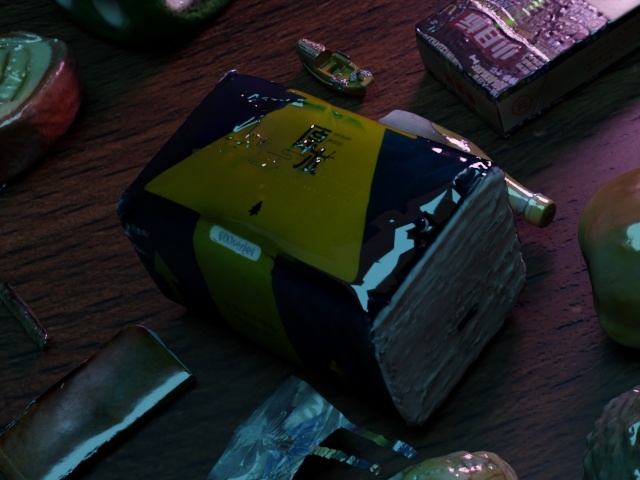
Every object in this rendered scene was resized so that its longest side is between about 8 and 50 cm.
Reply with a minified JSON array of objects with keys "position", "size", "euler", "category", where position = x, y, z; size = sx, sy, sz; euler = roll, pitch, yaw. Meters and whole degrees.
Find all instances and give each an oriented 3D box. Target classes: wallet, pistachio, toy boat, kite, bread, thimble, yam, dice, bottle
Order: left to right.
[{"position":[-0.449,-0.196,2.172],"size":[0.190,0.123,0.244],"euler":[4,54,20],"category":"bread"},{"position":[-0.390,0.104,1.967],"size":[0.027,0.033,0.129],"euler":[-18,46,-33],"category":"yam"},{"position":[-0.287,0.211,1.839],"size":[0.255,0.031,0.137],"euler":[-38,49,-14],"category":"wallet"},{"position":[-0.280,-0.498,2.256],"size":[0.300,0.287,0.297],"euler":[26,61,35],"category":"dice"},{"position":[-0.018,0.245,1.651],"size":[0.169,0.015,0.310],"euler":[-46,27,-15],"category":"kite"},{"position":[0.019,-0.242,2.095],"size":[0.047,0.049,0.149],"euler":[-43,51,-18],"category":"toy boat"},{"position":[0.128,0.315,1.538],"size":[0.191,0.137,0.143],"euler":[-20,47,11],"category":"thimble"},{"position":[0.183,-0.086,1.889],"size":[0.270,0.083,0.083],"euler":[29,66,32],"category":"bottle"},{"position":[0.424,0.013,1.673],"size":[0.261,0.163,0.212],"euler":[-6,84,12],"category":"pistachio"}]

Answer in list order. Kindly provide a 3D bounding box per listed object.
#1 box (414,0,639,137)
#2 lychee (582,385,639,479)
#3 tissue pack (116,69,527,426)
[{"position":[0.309,-0.293,2.015],"size":[0.310,0.084,0.198],"euler":[-33,49,-10],"category":"box"},{"position":[0.386,0.243,1.455],"size":[0.255,0.255,0.274],"euler":[-10,81,11],"category":"lychee"},{"position":[0.000,0.000,1.768],"size":[0.417,0.253,0.264],"euler":[24,63,35],"category":"tissue pack"}]
